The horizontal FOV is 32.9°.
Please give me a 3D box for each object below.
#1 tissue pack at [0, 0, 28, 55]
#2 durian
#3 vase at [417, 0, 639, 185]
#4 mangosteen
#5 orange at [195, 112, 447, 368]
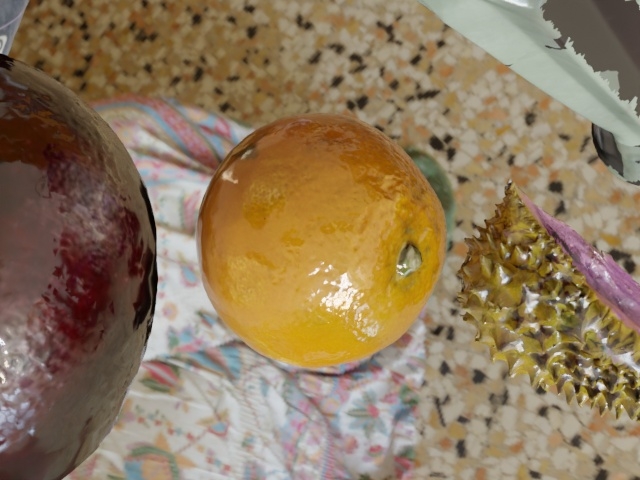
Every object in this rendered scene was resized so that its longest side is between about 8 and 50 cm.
[{"bbox_3d":[-0.332,-0.253,0.876,0.122,0.259,0.361,40,121,19],"label":"tissue pack"},{"bbox_3d":[0.287,0.106,1.232,0.341,0.112,0.191,40,104,-4],"label":"durian"},{"bbox_3d":[0.170,-0.147,0.682,0.165,0.360,0.165,-13,64,29],"label":"vase"},{"bbox_3d":[-0.238,0.023,0.598,0.297,0.293,0.297,-2,74,6],"label":"mangosteen"},{"bbox_3d":[0.000,0.000,1.302,0.312,0.312,0.312,-11,66,25],"label":"orange"}]
